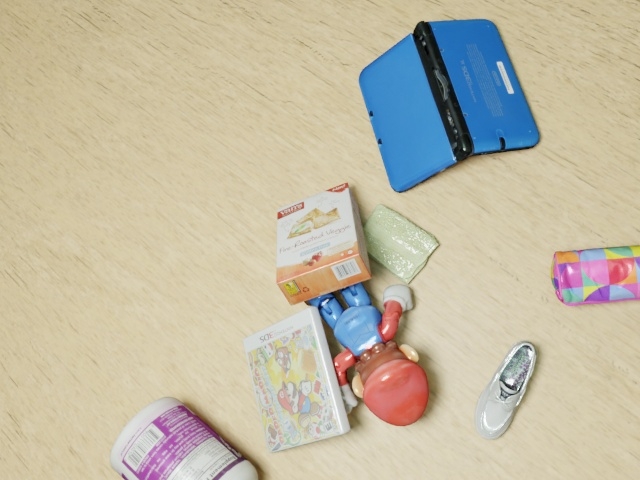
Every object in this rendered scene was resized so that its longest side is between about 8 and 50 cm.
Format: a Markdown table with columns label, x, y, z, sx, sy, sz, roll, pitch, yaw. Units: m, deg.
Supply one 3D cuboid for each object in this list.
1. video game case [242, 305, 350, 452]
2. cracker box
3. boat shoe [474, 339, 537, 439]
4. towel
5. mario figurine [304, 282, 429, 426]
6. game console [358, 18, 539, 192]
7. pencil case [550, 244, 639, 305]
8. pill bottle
| label | x | y | z | sx | sy | sz | roll | pitch | yaw |
| --- | --- | --- | --- | --- | --- | --- | --- | --- | --- |
| video game case | -0.053 | 0.261 | 1.091 | 0.206 | 0.026 | 0.226 | -30 | 68 | 39 |
| cracker box | 0.000 | 0.000 | 1.101 | 0.156 | 0.067 | 0.232 | -21 | 35 | 11 |
| boat shoe | 0.319 | 0.256 | 1.008 | 0.066 | 0.063 | 0.184 | 33 | 88 | 21 |
| towel | 0.143 | 0.003 | 1.141 | 0.148 | 0.027 | 0.110 | 36 | 89 | 21 |
| mario figurine | 0.089 | 0.194 | 1.086 | 0.198 | 0.170 | 0.320 | -56 | 51 | 37 |
| game console | 0.246 | -0.268 | 1.175 | 0.251 | 0.173 | 0.292 | -9 | 73 | -17 |
| pencil case | 0.510 | 0.057 | 0.981 | 0.237 | 0.104 | 0.104 | -4 | 76 | 18 |
| pill bottle | -0.223 | 0.439 | 1.075 | 0.302 | 0.169 | 0.169 | 34 | 89 | 21 |
